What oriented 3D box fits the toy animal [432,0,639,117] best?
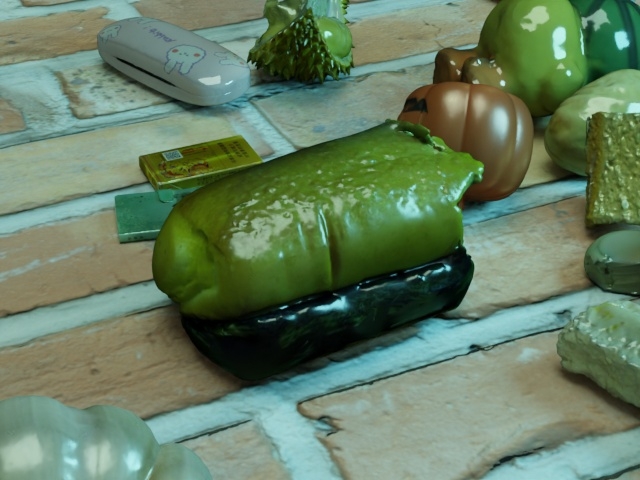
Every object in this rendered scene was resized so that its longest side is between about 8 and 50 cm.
[{"bbox_3d":[0.348,-0.287,1.742,0.338,0.191,0.216,-12,24,-14],"label":"toy animal"}]

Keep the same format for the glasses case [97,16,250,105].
[{"bbox_3d":[-0.235,-0.286,1.831,0.297,0.075,0.113,27,44,34],"label":"glasses case"}]

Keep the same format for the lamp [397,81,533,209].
[{"bbox_3d":[0.185,-0.119,1.516,0.188,0.163,0.187,7,-8,1],"label":"lamp"}]

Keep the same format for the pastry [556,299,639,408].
[{"bbox_3d":[0.362,0.148,1.203,0.121,0.089,0.258,-28,39,-18],"label":"pastry"}]

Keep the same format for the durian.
[{"bbox_3d":[-0.023,-0.347,1.848,0.172,0.166,0.306,10,34,17],"label":"durian"}]

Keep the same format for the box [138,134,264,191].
[{"bbox_3d":[-0.166,-0.106,1.614,0.156,0.022,0.089,-15,36,-23],"label":"box"}]

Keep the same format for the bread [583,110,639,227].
[{"bbox_3d":[0.400,-0.091,1.477,0.127,0.152,0.147,-31,19,-37],"label":"bread"}]

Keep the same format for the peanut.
[{"bbox_3d":[0.464,-0.177,1.635,0.319,0.147,0.147,-11,36,-12],"label":"peanut"}]

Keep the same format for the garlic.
[{"bbox_3d":[-0.222,0.216,0.996,0.281,0.184,0.203,-11,16,-14],"label":"garlic"}]

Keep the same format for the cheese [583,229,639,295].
[{"bbox_3d":[0.408,0.021,1.420,0.171,0.047,0.092,-4,36,-8],"label":"cheese"}]

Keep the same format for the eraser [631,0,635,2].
[{"bbox_3d":[0.435,-0.464,2.113,0.174,0.081,0.227,-24,40,-33],"label":"eraser"}]

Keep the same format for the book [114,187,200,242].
[{"bbox_3d":[-0.200,-0.037,1.514,0.135,0.017,0.103,-6,35,-10],"label":"book"}]

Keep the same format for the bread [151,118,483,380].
[{"bbox_3d":[0.000,0.000,1.317,0.377,0.208,0.251,-20,35,-22],"label":"bread"}]
